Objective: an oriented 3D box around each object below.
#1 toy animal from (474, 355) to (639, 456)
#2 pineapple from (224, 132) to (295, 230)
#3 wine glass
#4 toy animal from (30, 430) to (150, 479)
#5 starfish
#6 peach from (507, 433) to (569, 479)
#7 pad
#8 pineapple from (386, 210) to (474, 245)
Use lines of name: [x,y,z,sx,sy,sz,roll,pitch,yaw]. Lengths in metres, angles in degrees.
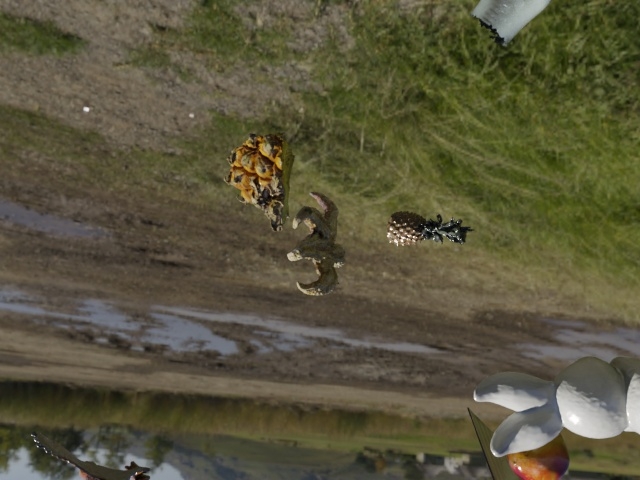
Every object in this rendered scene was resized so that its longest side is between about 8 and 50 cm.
toy animal: [0.317,0.206,0.833,0.220,0.104,0.131,-8,-173,22]
pineapple: [-0.058,-0.065,0.771,0.114,0.114,0.077,-19,173,43]
wine glass: [0.339,-0.427,1.042,0.103,0.222,0.103,38,-169,-9]
toy animal: [-0.435,0.513,1.349,0.284,0.225,0.302,11,180,21]
starfish: [0.002,0.000,1.148,0.071,0.216,0.238,-2,162,13]
peach: [0.344,0.341,1.041,0.100,0.101,0.101,4,162,1]
pad: [0.379,0.468,1.265,0.005,0.202,0.300,-32,128,17]
pineapple: [0.163,-0.013,0.977,0.124,0.058,0.058,9,168,35]
